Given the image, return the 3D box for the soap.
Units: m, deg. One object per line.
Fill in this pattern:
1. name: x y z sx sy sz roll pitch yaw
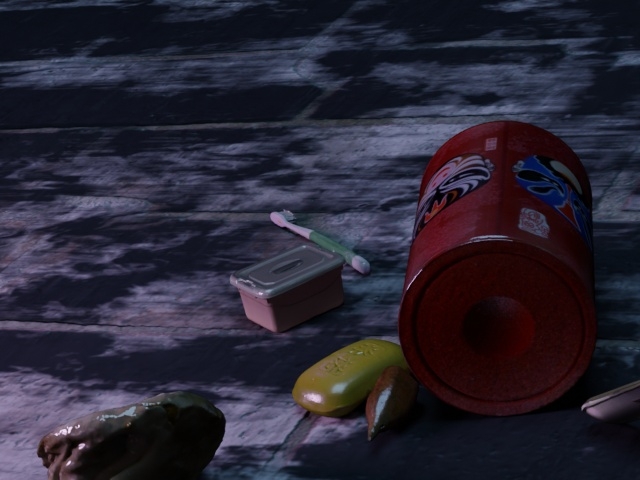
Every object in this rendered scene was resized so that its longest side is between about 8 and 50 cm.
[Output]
1. soap: 0.036 0.143 2.060 0.140 0.045 0.089 -27 24 -34

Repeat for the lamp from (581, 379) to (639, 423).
1. lamp: 0.405 0.121 1.901 0.283 0.124 0.203 -34 11 -37

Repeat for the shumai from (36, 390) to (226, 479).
1. shumai: -0.181 0.229 1.868 0.201 0.120 0.201 -12 -21 -5

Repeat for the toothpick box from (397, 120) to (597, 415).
1. toothpick box: 0.194 0.022 2.073 0.204 0.204 0.333 -7 24 10

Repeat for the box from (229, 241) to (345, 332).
1. box: -0.034 0.056 2.276 0.122 0.062 0.089 -24 26 -27

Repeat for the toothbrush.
1. toothbrush: 0.000 0.000 2.450 0.024 0.018 0.257 -14 21 -23

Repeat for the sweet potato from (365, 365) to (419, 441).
1. sweet potato: 0.068 0.172 1.977 0.049 0.049 0.117 -1 28 22
